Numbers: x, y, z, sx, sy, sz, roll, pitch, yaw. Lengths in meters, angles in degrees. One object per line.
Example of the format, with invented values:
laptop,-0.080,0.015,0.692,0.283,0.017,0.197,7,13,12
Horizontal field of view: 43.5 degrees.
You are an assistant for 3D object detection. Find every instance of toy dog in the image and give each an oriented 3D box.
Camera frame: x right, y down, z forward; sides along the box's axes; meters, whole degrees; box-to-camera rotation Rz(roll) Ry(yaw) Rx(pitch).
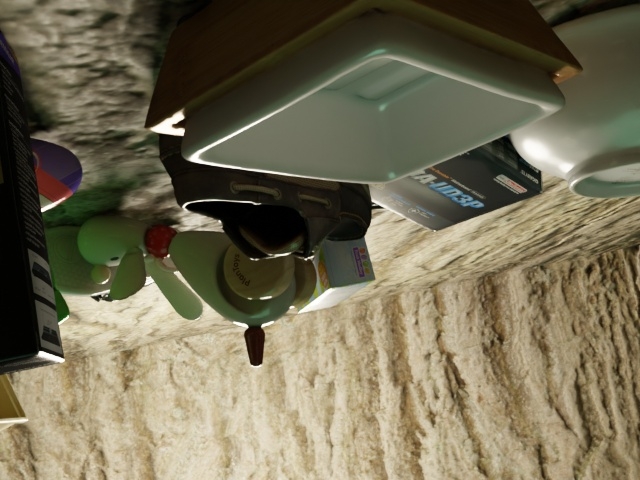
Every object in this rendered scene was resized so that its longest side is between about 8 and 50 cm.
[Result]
toy dog,-0.162,0.065,1.041,0.334,0.160,0.220,5,170,40

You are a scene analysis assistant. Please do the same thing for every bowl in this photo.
bowl,0.332,-0.127,0.862,0.298,0.134,0.298,-2,167,-1

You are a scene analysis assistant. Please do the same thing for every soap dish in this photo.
soap dish,0.040,-0.137,0.642,0.229,0.118,0.291,-21,166,39

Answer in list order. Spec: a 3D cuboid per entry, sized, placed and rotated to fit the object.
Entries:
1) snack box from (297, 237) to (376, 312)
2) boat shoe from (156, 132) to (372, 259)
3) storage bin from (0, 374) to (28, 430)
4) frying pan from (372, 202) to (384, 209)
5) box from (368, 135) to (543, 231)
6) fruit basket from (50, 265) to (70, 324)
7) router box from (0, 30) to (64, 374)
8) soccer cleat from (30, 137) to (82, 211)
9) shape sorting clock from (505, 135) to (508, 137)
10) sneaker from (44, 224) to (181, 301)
snack box,0.000,0.000,1.141,0.070,0.174,0.207,-10,169,-15
boat shoe,-0.054,-0.040,0.863,0.132,0.130,0.355,-9,161,30
storage bin,-0.654,0.221,1.343,0.123,0.260,0.262,-30,169,1
frying pan,0.107,-0.064,1.262,0.197,0.053,0.326,-5,180,-30
box,0.133,-0.090,0.971,0.220,0.051,0.175,24,148,-37
fruit basket,-0.506,0.115,0.863,0.392,0.282,0.392,-23,179,0
router box,-0.353,-0.007,0.543,0.309,0.242,0.081,-10,169,-8
soccer cleat,-0.320,-0.068,0.705,0.248,0.083,0.095,0,159,-40
shape sorting clock,0.182,-0.124,1.066,0.206,0.040,0.206,-3,173,0
sneaker,-0.343,0.047,1.177,0.147,0.104,0.296,-28,166,38
